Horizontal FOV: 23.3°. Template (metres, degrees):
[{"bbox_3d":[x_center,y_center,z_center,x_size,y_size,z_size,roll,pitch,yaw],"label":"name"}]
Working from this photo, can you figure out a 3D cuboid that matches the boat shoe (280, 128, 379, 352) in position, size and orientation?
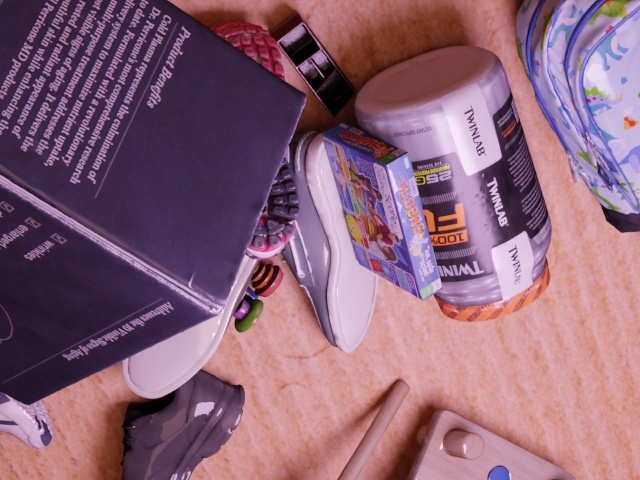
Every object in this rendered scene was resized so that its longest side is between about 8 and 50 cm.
[{"bbox_3d":[0.000,0.000,2.017,0.099,0.116,0.319,10,126,31],"label":"boat shoe"}]

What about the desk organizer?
[{"bbox_3d":[-0.007,-0.217,1.935,0.047,0.050,0.130,-37,114,4],"label":"desk organizer"}]

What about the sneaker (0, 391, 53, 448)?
[{"bbox_3d":[-0.469,0.216,1.990,0.153,0.094,0.235,-43,113,8],"label":"sneaker"}]

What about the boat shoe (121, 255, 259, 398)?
[{"bbox_3d":[-0.152,0.067,1.991,0.109,0.091,0.305,32,101,0],"label":"boat shoe"}]

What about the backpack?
[{"bbox_3d":[0.403,-0.206,1.935,0.290,0.273,0.355,-34,104,7],"label":"backpack"}]

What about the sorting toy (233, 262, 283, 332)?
[{"bbox_3d":[-0.093,0.068,2.027,0.042,0.061,0.102,39,77,-22],"label":"sorting toy"}]

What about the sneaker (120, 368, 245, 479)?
[{"bbox_3d":[-0.223,0.286,2.074,0.130,0.109,0.286,33,92,-15],"label":"sneaker"}]

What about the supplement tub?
[{"bbox_3d":[0.176,-0.068,1.955,0.194,0.193,0.316,-22,114,-2],"label":"supplement tub"}]

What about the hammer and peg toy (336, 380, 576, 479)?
[{"bbox_3d":[0.174,0.364,2.113,0.361,0.127,0.266,30,76,-24],"label":"hammer and peg toy"}]

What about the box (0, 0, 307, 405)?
[{"bbox_3d":[-0.360,-0.092,1.652,0.472,0.480,0.297,35,58,-21],"label":"box"}]

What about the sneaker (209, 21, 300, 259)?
[{"bbox_3d":[-0.097,-0.122,1.880,0.121,0.112,0.299,-5,77,-6],"label":"sneaker"}]

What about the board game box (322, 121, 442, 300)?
[{"bbox_3d":[0.076,-0.035,1.903,0.035,0.136,0.201,-31,126,-22],"label":"board game box"}]
